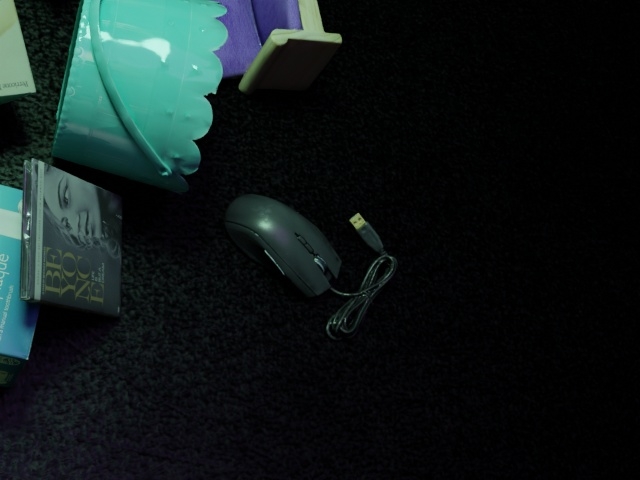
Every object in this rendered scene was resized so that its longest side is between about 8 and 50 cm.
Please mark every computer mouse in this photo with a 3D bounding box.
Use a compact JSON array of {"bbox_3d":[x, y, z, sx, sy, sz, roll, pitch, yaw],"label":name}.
[{"bbox_3d":[0.000,0.000,1.543,0.262,0.060,0.184,44,57,-1],"label":"computer mouse"}]

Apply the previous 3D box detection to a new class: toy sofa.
[{"bbox_3d":[-0.104,-0.417,1.634,0.177,0.150,0.362,-1,68,-27],"label":"toy sofa"}]

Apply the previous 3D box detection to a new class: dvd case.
[{"bbox_3d":[-0.302,0.004,1.309,0.018,0.221,0.164,-4,79,17],"label":"dvd case"}]

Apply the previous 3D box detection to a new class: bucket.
[{"bbox_3d":[-0.245,-0.211,1.408,0.183,0.281,0.281,11,63,-17],"label":"bucket"}]

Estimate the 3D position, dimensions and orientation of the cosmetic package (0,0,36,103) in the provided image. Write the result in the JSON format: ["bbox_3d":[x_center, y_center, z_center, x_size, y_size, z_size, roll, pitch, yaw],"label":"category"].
[{"bbox_3d":[-0.490,-0.319,1.347,0.160,0.113,0.309,-20,99,-46],"label":"cosmetic package"}]

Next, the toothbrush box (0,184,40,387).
[{"bbox_3d":[-0.481,0.030,1.262,0.295,0.126,0.216,16,60,-17],"label":"toothbrush box"}]
